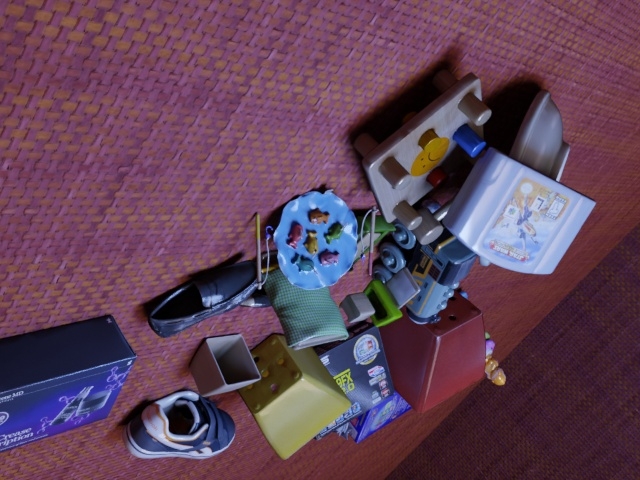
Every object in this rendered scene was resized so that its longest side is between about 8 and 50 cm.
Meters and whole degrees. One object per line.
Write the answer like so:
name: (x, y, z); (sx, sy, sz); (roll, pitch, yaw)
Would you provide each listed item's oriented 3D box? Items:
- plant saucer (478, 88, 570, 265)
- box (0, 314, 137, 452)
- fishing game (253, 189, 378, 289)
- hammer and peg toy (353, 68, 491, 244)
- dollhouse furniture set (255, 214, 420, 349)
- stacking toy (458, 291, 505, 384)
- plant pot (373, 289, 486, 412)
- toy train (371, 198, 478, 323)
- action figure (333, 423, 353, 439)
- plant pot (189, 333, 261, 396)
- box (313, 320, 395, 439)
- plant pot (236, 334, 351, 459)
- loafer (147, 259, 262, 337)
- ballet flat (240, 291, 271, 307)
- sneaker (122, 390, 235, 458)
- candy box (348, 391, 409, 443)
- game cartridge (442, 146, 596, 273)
plant saucer: (0.455, -0.120, 1.663); (0.400, 0.101, 0.400); (-57, 159, -36)
box: (-0.456, 0.237, 1.248); (0.261, 0.103, 0.184); (-11, 140, -45)
fishing game: (0.000, 0.000, 1.416); (0.264, 0.041, 0.189); (-1, 98, -32)
hammer and peg toy: (0.213, -0.148, 1.474); (0.266, 0.127, 0.361); (-40, 155, -3)
dollhouse furniture set: (0.042, 0.075, 1.510); (0.302, 0.197, 0.151); (-5, 147, -48)
stacking toy: (0.464, 0.318, 2.354); (0.166, 0.302, 0.175); (-31, 152, -16)
plant pot: (0.301, 0.263, 2.128); (0.267, 0.267, 0.235); (-22, 137, -32)
toy train: (0.235, 0.057, 1.752); (0.142, 0.190, 0.334); (-27, 152, -31)
action figure: (-0.015, 0.479, 2.138); (0.285, 0.185, 0.099); (21, 84, -46)
plant pot: (-0.212, 0.274, 1.630); (0.096, 0.109, 0.109); (-40, 157, 30)
box: (0.057, 0.367, 2.034); (0.270, 0.060, 0.216); (-24, 109, -28)
plant pot: (-0.092, 0.344, 1.799); (0.212, 0.212, 0.187); (-39, 142, -1)
loafer: (-0.205, 0.100, 1.380); (0.223, 0.076, 0.078); (-29, 161, -12)
ballet flat: (-0.103, 0.107, 1.578); (0.173, 0.057, 0.049); (-11, 102, -46)
sneaker: (-0.282, 0.415, 1.732); (0.127, 0.126, 0.321); (-44, 153, 22)
candy box: (0.234, 0.501, 2.558); (0.317, 0.122, 0.268); (-23, 149, -27)
game cartridge: (0.386, -0.042, 1.497); (0.297, 0.062, 0.198); (19, 103, -31)
